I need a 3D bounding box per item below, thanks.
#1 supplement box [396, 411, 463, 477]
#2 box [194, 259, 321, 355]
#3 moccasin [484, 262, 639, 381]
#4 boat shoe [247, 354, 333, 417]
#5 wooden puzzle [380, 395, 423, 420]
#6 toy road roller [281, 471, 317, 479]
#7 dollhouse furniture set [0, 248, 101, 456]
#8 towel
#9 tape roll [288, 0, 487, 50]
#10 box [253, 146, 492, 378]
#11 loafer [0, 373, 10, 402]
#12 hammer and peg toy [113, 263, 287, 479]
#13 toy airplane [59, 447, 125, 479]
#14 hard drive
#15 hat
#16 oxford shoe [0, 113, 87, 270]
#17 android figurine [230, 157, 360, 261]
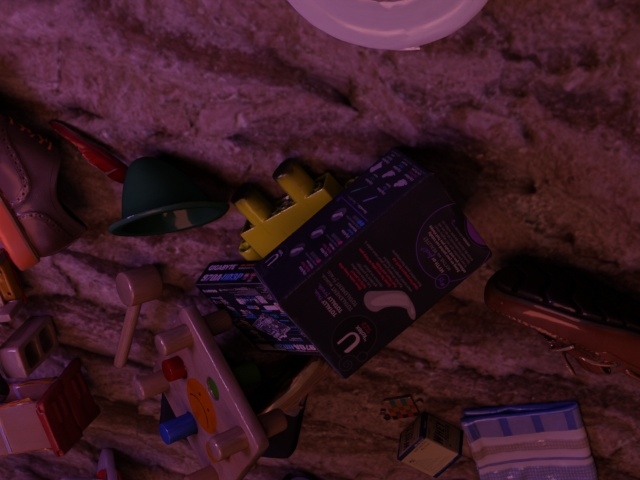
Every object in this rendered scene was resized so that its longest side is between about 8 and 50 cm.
[{"bbox_3d":[0.190,0.354,1.954,0.083,0.056,0.083,27,130,-13],"label":"supplement box"},{"bbox_3d":[-0.068,0.104,1.733,0.220,0.051,0.175,-5,135,50],"label":"box"},{"bbox_3d":[0.414,0.141,1.682,0.380,0.139,0.147,17,124,-16],"label":"moccasin"},{"bbox_3d":[-0.057,0.263,1.885,0.190,0.068,0.072,-42,121,11],"label":"boat shoe"},{"bbox_3d":[0.139,0.287,1.939,0.083,0.006,0.049,-13,127,22],"label":"wooden puzzle"},{"bbox_3d":[-0.009,0.614,2.087,0.329,0.240,0.202,28,131,-6],"label":"toy road roller"},{"bbox_3d":[-0.547,0.191,1.931,0.201,0.152,0.374,-8,111,19],"label":"dollhouse furniture set"},{"bbox_3d":[0.369,0.388,1.963,0.209,0.034,0.285,-8,128,17],"label":"towel"},{"bbox_3d":[0.079,-0.367,1.318,0.286,0.100,0.286,5,131,6],"label":"tape roll"},{"bbox_3d":[0.070,0.028,1.556,0.270,0.143,0.165,-40,116,-2],"label":"box"},{"bbox_3d":[-0.558,0.189,1.812,0.061,0.062,0.170,-39,100,22],"label":"loafer"},{"bbox_3d":[-0.206,0.218,1.810,0.127,0.361,0.266,-20,159,-29],"label":"hammer and peg toy"},{"bbox_3d":[-0.448,0.573,2.174,0.384,0.272,0.386,-36,113,-8],"label":"toy airplane"},{"bbox_3d":[-0.159,0.304,1.983,0.255,0.054,0.172,12,132,1],"label":"hard drive"},{"bbox_3d":[-0.249,-0.113,1.655,0.173,0.183,0.208,-21,168,41],"label":"hat"},{"bbox_3d":[-0.458,-0.137,1.642,0.133,0.130,0.363,-26,120,-10],"label":"oxford shoe"},{"bbox_3d":[0.000,0.000,1.684,0.248,0.056,0.273,-30,119,31],"label":"android figurine"}]
